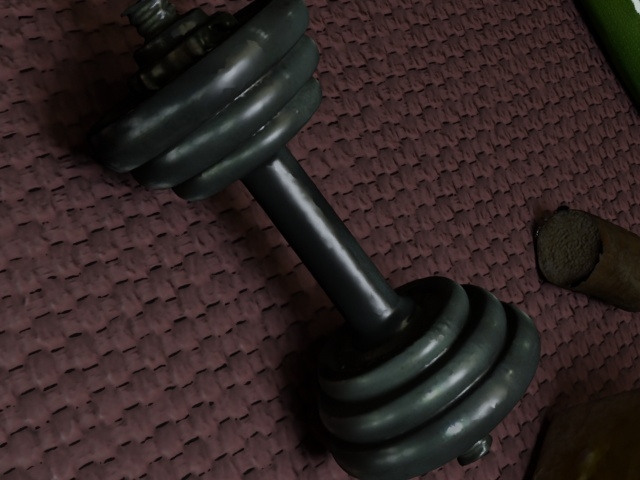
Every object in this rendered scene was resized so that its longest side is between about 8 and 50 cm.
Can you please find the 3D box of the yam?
[{"bbox_3d":[0.276,0.021,1.101,0.127,0.084,0.084,21,61,-41],"label":"yam"}]

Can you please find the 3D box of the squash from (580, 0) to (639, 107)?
[{"bbox_3d":[0.391,-0.197,1.271,0.379,0.101,0.101,53,47,-16],"label":"squash"}]

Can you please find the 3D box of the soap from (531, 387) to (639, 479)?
[{"bbox_3d":[0.288,0.277,0.859,0.169,0.304,0.339,42,51,-19],"label":"soap"}]

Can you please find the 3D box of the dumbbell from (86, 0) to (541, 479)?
[{"bbox_3d":[0.000,0.000,0.782,0.406,0.179,0.179,54,47,-16],"label":"dumbbell"}]
